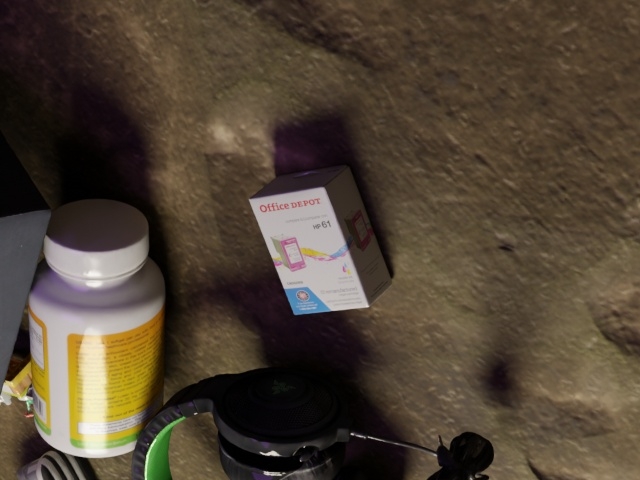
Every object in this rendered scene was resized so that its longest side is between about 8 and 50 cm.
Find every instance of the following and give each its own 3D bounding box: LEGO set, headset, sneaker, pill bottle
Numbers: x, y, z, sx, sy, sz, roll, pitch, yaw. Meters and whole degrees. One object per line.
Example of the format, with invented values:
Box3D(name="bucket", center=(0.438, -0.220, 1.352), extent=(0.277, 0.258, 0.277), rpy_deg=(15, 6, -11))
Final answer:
Box3D(name="LEGO set", center=(-0.398, 0.199, 1.520), extent=(0.287, 0.132, 0.107), rpy_deg=(-16, 127, 10))
Box3D(name="headset", center=(-0.020, 0.245, 1.243), extent=(0.394, 0.185, 0.243), rpy_deg=(-17, 106, 29))
Box3D(name="sneaker", center=(-0.299, 0.362, 1.570), extent=(0.132, 0.086, 0.228), rpy_deg=(-21, 93, 44))
Box3D(name="pill bottle", center=(-0.226, 0.087, 1.319), extent=(0.136, 0.136, 0.245), rpy_deg=(20, 125, 22))

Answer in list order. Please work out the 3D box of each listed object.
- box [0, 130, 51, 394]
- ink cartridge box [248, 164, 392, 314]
Box3D(name="box", center=(-0.447, 0.002, 1.319), extent=(0.312, 0.179, 0.343), rpy_deg=(53, 136, 30))
Box3D(name="ink cartridge box", center=(0.000, 0.000, 1.179), extent=(0.088, 0.052, 0.122), rpy_deg=(-9, 109, 36))
